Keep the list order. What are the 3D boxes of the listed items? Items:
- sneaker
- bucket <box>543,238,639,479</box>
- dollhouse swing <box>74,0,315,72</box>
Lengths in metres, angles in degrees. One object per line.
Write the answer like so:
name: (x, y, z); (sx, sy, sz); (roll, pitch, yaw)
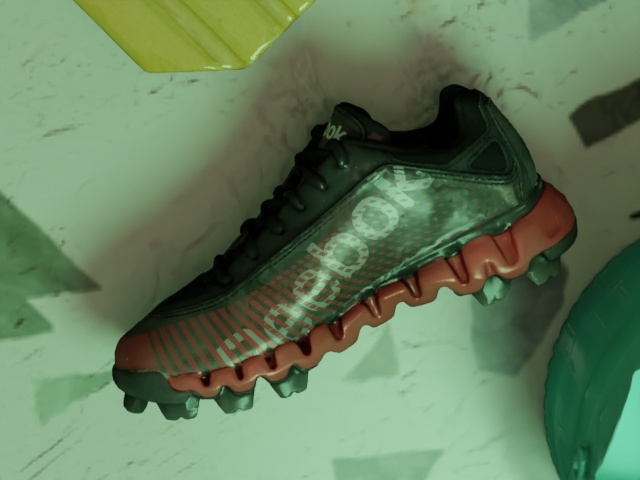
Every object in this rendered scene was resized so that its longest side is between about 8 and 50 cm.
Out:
sneaker: (0.000, 0.000, 1.017); (0.276, 0.097, 0.135); (-25, 106, -4)
bucket: (0.264, 0.117, 1.038); (0.281, 0.183, 0.281); (-2, 103, -7)
dollhouse swing: (-0.085, -0.276, 0.852); (0.347, 0.315, 0.305); (-44, 85, 3)
